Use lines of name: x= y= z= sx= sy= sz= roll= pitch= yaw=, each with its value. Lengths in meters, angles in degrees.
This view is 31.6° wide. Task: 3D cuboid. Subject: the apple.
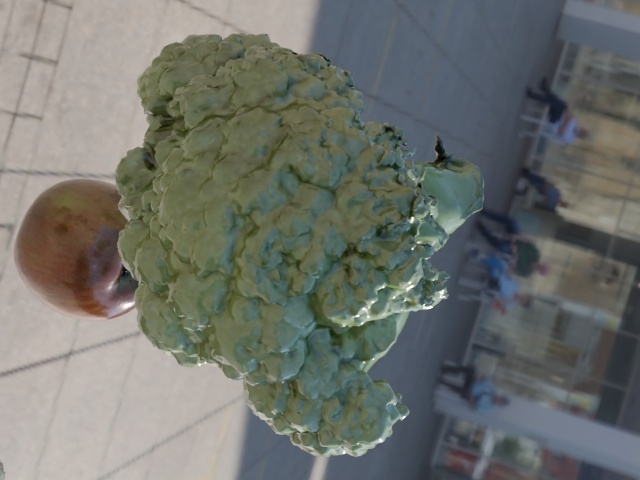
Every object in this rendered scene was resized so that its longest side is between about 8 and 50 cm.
apple: x=-0.307 y=0.014 z=1.515 sx=0.188 sy=0.174 sz=0.188 roll=-32 pitch=133 yaw=-42

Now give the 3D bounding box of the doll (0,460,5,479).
doll: x=-0.331 y=0.201 z=0.897 sx=0.149 sy=0.278 sz=0.175 roll=-32 pitch=-175 yaw=13

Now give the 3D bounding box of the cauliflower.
cauliflower: x=-0.022 y=0.004 z=0.830 sx=0.281 sy=0.260 sz=0.326 roll=26 pitch=44 yaw=-64
